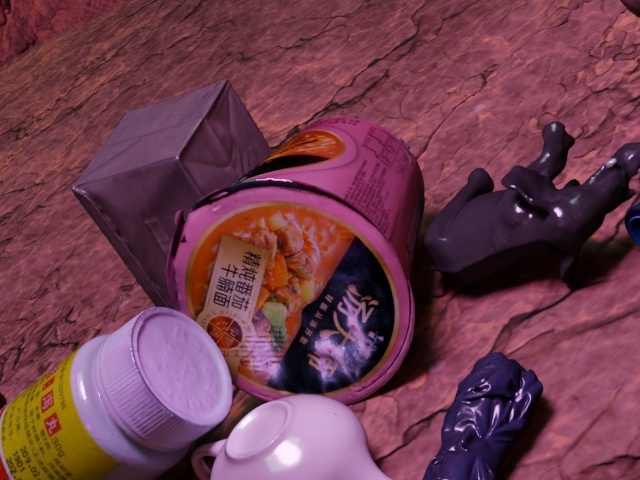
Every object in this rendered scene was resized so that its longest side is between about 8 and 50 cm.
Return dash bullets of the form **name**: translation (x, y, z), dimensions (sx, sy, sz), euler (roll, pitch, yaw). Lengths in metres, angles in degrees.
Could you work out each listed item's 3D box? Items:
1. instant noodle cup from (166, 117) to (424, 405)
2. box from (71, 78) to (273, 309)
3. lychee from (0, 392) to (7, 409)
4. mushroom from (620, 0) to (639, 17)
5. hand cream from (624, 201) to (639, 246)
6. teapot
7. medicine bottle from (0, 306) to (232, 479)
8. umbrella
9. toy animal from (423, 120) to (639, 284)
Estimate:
- **instant noodle cup**: translation (0.000, 0.000, 1.288), dimensions (0.244, 0.244, 0.255), euler (-19, 19, 23)
- **box**: translation (-0.126, -0.026, 1.430), dimensions (0.149, 0.231, 0.155), euler (-13, 32, 32)
- **lychee**: translation (-0.442, 0.212, 1.324), dimensions (0.276, 0.304, 0.275), euler (-5, 68, 13)
- **mushroom**: translation (0.451, -0.271, 1.248), dimensions (0.362, 0.294, 0.362), euler (-7, 3, 0)
- **hand cream**: translation (0.396, -0.068, 1.160), dimensions (0.270, 0.061, 0.120), euler (-30, 19, -15)
- **teapot**: translation (-0.036, 0.190, 1.125), dimensions (0.226, 0.092, 0.145), euler (-7, 34, 46)
- **medicine bottle**: translation (-0.199, 0.168, 1.219), dimensions (0.225, 0.139, 0.139), euler (-36, 21, 29)
- **umbrella**: translation (0.105, 0.179, 1.011), dimensions (0.071, 0.071, 0.248), euler (-8, 34, 40)
- **toy animal**: translation (0.201, -0.024, 1.238), dimensions (0.245, 0.114, 0.146), euler (-37, 9, 44)
